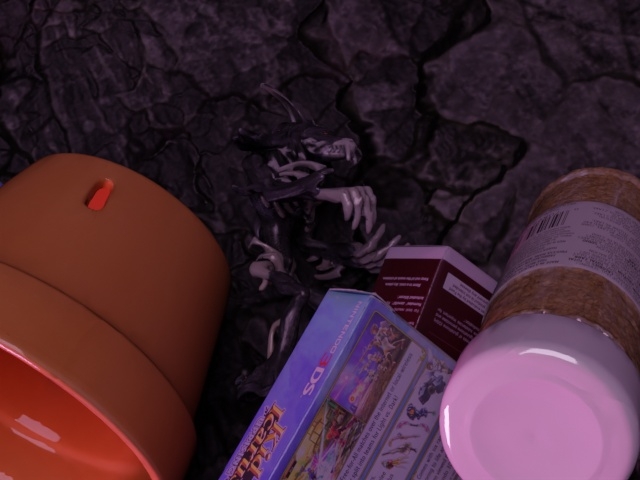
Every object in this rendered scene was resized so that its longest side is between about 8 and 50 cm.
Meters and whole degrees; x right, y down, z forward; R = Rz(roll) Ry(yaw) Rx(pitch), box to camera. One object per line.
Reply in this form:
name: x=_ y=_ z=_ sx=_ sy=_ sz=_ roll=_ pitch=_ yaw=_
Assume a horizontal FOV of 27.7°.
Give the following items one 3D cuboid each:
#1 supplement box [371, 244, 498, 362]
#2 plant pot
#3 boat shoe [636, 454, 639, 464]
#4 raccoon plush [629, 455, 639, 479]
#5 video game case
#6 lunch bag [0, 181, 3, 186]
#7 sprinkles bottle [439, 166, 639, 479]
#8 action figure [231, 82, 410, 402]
supplement box: x=0.076 y=0.137 z=1.010 sx=0.073 sy=0.130 sz=0.239 roll=-2 pitch=60 yaw=51
plant pot: x=-0.202 y=0.069 z=1.039 sx=0.291 sy=0.290 sz=0.203 roll=18 pitch=56 yaw=19
boat shoe: x=0.263 y=0.153 z=0.996 sx=0.228 sy=0.081 sz=0.079 roll=-4 pitch=78 yaw=28
raccoon plush: x=0.274 y=0.283 z=0.790 sx=0.299 sy=0.216 sz=0.446 roll=28 pitch=95 yaw=31
video game case: x=0.037 y=0.210 z=0.892 sx=0.061 sy=0.244 sz=0.269 roll=6 pitch=61 yaw=56
lunch bag: x=-0.329 y=-0.022 z=1.170 sx=0.151 sy=0.129 sz=0.096 roll=5 pitch=69 yaw=13
sprinkles bottle: x=0.179 y=0.054 z=0.920 sx=0.121 sy=0.355 sz=0.121 roll=7 pitch=113 yaw=16
action figure: x=0.000 y=0.000 z=1.082 sx=0.141 sy=0.164 sz=0.275 roll=-4 pitch=75 yaw=24
